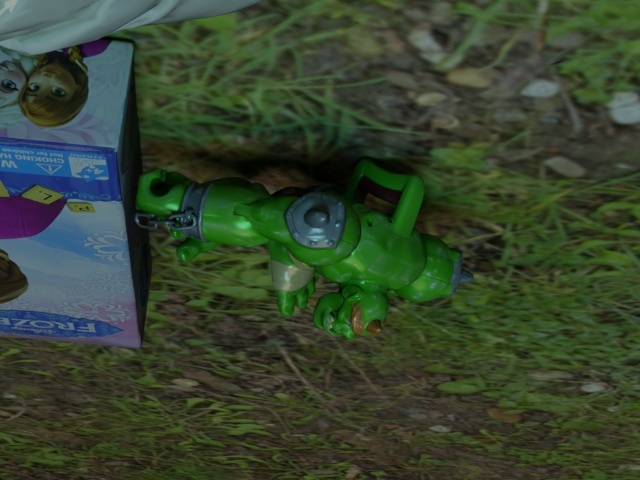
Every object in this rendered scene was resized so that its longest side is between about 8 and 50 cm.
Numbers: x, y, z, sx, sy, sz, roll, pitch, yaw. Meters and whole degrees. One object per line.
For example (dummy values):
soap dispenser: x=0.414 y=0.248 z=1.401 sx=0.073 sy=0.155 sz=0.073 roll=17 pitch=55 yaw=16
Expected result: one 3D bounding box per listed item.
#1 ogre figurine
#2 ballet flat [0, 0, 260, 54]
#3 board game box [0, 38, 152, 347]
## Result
ogre figurine: x=0.000 y=0.000 z=0.762 sx=0.118 sy=0.096 sz=0.197 roll=6 pitch=151 yaw=42
ballet flat: x=-0.146 y=-0.132 z=0.403 sx=0.139 sy=0.139 sz=0.400 roll=-12 pitch=153 yaw=36
board game box: x=-0.261 y=-0.026 z=0.778 sx=0.319 sy=0.065 sz=0.318 roll=5 pitch=158 yaw=-2
